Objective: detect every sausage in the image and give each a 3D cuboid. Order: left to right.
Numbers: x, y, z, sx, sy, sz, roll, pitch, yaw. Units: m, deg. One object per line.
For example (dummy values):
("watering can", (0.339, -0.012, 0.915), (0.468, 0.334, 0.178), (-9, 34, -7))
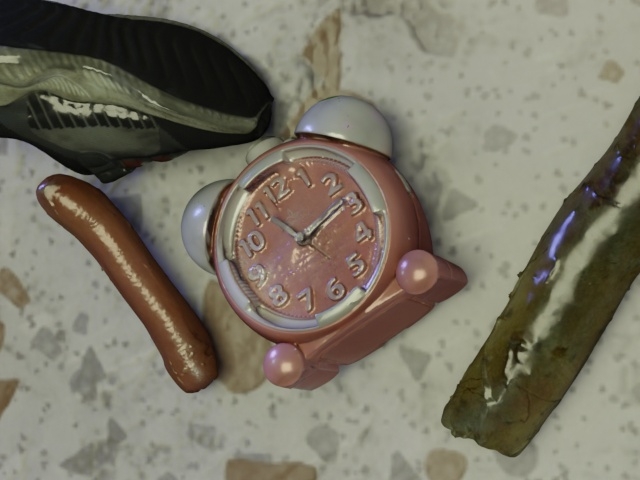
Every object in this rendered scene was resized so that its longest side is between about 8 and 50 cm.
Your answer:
("sausage", (-0.132, 0.027, 1.145), (0.043, 0.043, 0.186), (-36, 93, 15))

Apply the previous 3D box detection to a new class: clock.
("clock", (0.000, 0.000, 1.096), (0.166, 0.092, 0.162), (-35, 73, 15))

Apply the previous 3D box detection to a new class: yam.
("yam", (0.181, 0.004, 1.046), (0.317, 0.071, 0.067), (-60, 40, 11))

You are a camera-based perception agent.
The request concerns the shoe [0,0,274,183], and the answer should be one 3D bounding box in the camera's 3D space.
("shoe", (-0.150, -0.095, 1.137), (0.227, 0.099, 0.112), (15, 130, -2))
